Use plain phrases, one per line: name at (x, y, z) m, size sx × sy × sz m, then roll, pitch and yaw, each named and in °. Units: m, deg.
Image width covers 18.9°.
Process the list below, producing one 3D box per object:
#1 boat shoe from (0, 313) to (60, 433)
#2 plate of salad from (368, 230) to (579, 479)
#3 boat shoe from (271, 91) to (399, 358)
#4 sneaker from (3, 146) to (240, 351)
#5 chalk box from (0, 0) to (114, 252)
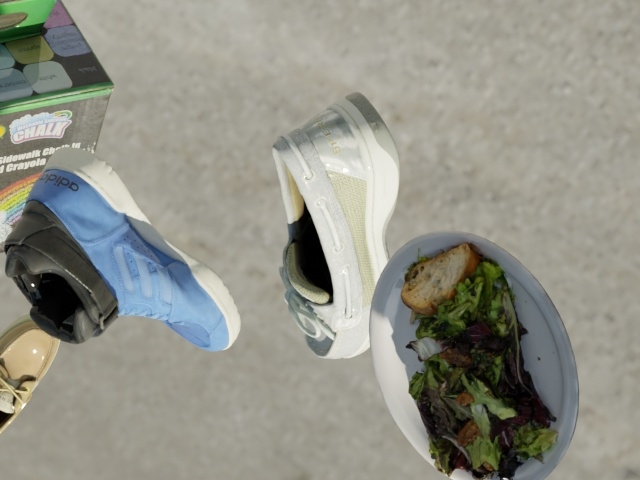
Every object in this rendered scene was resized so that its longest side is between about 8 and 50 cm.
boat shoe at (-0.241, 0.115, 1.457) m, size 0.050 × 0.135 × 0.045 m, roll 28°, pitch -157°, yaw -22°
plate of salad at (0.102, 0.092, 1.394) m, size 0.200 × 0.048 × 0.199 m, roll 17°, pitch 116°, yaw 41°
boat shoe at (0.001, 0.001, 1.722) m, size 0.118 × 0.103 × 0.320 m, roll 56°, pitch 157°, yaw 30°
sneaker at (-0.107, 0.030, 1.005) m, size 0.058 × 0.084 × 0.152 m, roll 0°, pitch 141°, yaw 41°
chalk box at (-0.327, -0.141, 1.862) m, size 0.179 × 0.180 × 0.289 m, roll 56°, pitch 144°, yaw 29°
